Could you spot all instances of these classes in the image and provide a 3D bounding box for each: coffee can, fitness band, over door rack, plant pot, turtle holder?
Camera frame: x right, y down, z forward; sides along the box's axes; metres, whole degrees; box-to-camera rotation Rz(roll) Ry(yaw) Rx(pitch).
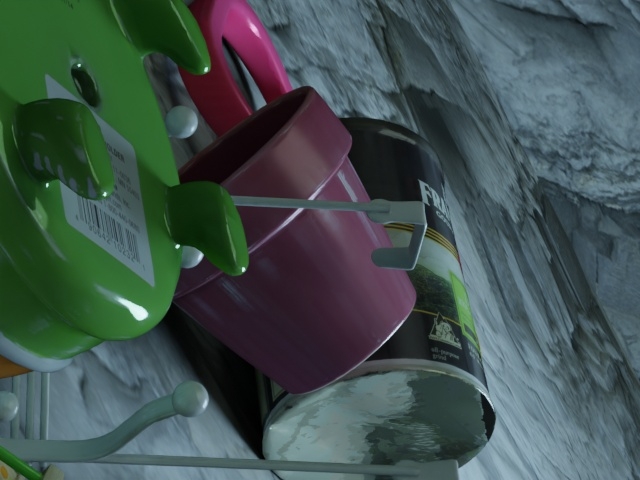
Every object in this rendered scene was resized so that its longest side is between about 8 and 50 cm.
[{"bbox_3d":[0.032,0.059,1.601,0.201,0.202,0.275,51,24,-49],"label":"coffee can"},{"bbox_3d":[-0.063,-0.143,1.775,0.209,0.054,0.291,56,14,-19],"label":"fitness band"},{"bbox_3d":[-0.057,0.040,1.160,0.324,0.108,0.239,11,50,-19],"label":"over door rack"},{"bbox_3d":[-0.030,0.011,1.390,0.180,0.201,0.201,51,19,-14],"label":"plant pot"},{"bbox_3d":[-0.201,-0.079,0.926,0.320,0.227,0.243,68,16,1],"label":"turtle holder"}]

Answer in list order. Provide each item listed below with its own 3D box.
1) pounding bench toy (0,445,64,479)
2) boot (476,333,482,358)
[{"bbox_3d":[-0.188,0.122,0.972,0.052,0.083,0.065,-84,150,-60],"label":"pounding bench toy"},{"bbox_3d":[0.152,0.081,2.244,0.152,0.073,0.197,-66,135,-75],"label":"boot"}]
